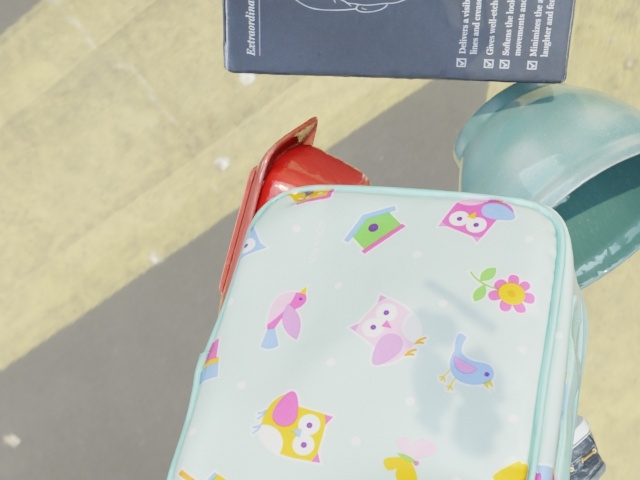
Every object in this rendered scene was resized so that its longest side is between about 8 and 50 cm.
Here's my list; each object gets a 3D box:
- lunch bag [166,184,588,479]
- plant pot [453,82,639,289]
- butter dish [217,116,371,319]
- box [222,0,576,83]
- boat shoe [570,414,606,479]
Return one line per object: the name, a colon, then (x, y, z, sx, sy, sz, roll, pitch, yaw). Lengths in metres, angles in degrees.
lunch bag: (0.043, 0.103, 0.765, 0.224, 0.279, 0.108, 4, 146, 17)
plant pot: (0.288, -0.082, 1.655, 0.293, 0.293, 0.196, -52, 58, 31)
butter dish: (0.000, 0.000, 1.034, 0.118, 0.160, 0.160, 19, 108, 8)
box: (0.091, -0.358, 1.508, 0.395, 0.212, 0.293, 2, 124, 1)
boat shoe: (0.283, 0.305, 1.675, 0.083, 0.183, 0.065, 61, 162, -12)
